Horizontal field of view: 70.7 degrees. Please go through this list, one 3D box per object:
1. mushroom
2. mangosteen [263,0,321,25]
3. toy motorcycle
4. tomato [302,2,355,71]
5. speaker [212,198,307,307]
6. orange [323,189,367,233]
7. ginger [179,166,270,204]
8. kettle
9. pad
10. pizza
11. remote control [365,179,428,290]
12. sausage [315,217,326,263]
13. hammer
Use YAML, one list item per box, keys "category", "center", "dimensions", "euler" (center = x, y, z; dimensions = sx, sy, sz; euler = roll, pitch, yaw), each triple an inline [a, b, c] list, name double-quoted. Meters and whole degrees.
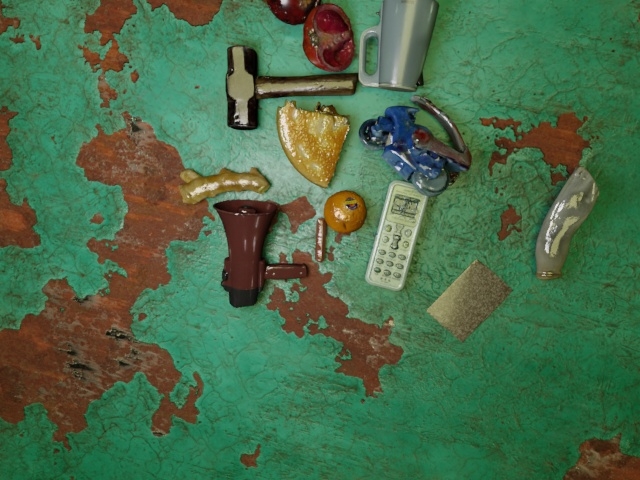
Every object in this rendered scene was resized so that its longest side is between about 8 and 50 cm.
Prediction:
- category: "mushroom"
  center: [0.726, -0.047, 1.350]
  dimensions: [0.109, 0.097, 0.351]
  euler: [20, 102, 5]
- category: "mangosteen"
  center: [-0.087, -0.724, 1.318]
  dimensions: [0.166, 0.166, 0.180]
  euler: [-46, 65, 8]
- category: "toy motorcycle"
  center: [0.287, -0.283, 1.345]
  dimensions: [0.319, 0.241, 0.182]
  euler: [42, 138, 3]
- category: "tomato"
  center: [0.014, -0.589, 1.335]
  dimensions: [0.099, 0.173, 0.189]
  euler: [6, 110, 46]
- category: "speaker"
  center: [-0.197, 0.033, 1.439]
  dimensions: [0.259, 0.198, 0.330]
  euler: [-15, 114, -32]
- category: "orange"
  center: [0.074, -0.085, 1.388]
  dimensions: [0.135, 0.117, 0.136]
  euler: [12, 59, -20]
- category: "ginger"
  center: [-0.306, -0.175, 1.436]
  dimensions: [0.298, 0.065, 0.118]
  euler: [-1, 84, 5]
- category: "kettle"
  center: [0.215, -0.564, 1.312]
  dimensions: [0.210, 0.160, 0.243]
  euler: [11, 103, 9]
- category: "pad"
  center: [0.475, 0.192, 1.440]
  dimensions: [0.158, 0.003, 0.235]
  euler: [41, 98, -1]
- category: "pizza"
  center: [-0.006, -0.315, 1.371]
  dimensions: [0.228, 0.081, 0.290]
  euler: [-33, 108, 3]
- category: "remote control"
  center: [0.237, -0.015, 1.407]
  dimensions: [0.128, 0.065, 0.335]
  euler: [15, 98, 5]
- category: "sausage"
  center: [0.001, 0.000, 1.445]
  dimensions: [0.030, 0.035, 0.147]
  euler: [1, 99, -15]
- category: "hammer"
  center: [-0.087, -0.468, 1.386]
  dimensions: [0.408, 0.095, 0.243]
  euler: [-2, 96, 0]
